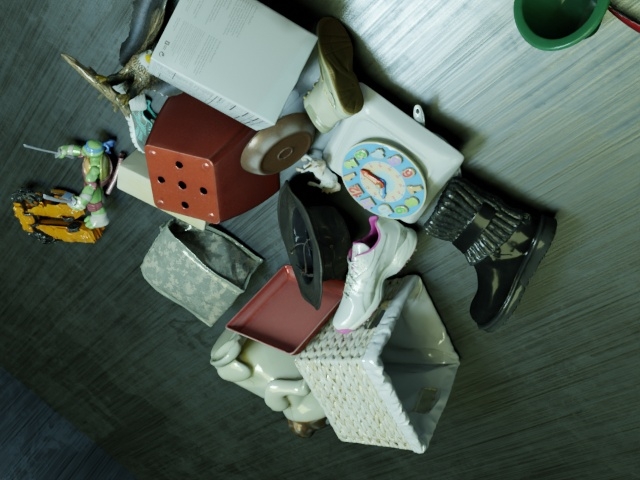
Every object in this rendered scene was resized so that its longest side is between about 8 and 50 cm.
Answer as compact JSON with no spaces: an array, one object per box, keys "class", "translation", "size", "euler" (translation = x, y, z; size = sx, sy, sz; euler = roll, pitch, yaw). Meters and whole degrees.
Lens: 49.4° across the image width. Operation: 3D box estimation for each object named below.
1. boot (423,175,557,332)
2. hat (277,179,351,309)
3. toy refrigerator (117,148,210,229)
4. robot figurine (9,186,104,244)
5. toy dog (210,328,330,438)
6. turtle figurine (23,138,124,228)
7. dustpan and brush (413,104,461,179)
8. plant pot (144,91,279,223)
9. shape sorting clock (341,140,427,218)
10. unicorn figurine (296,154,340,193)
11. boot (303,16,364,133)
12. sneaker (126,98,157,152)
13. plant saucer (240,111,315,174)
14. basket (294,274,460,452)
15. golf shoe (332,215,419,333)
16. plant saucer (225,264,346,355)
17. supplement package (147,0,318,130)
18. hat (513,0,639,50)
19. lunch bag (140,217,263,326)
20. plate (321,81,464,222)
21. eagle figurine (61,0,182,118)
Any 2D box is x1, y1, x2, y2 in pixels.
[{"class":"boot","translation":[0.347,0.033,1.589],"size":[0.260,0.131,0.348],"euler":[21,123,2]},{"class":"hat","translation":[0.000,0.000,1.722],"size":[0.134,0.331,0.331],"euler":[-14,129,-13]},{"class":"toy refrigerator","translation":[-0.402,-0.138,1.872],"size":[0.270,0.102,0.094],"euler":[26,134,6]},{"class":"robot figurine","translation":[-0.823,-0.076,2.157],"size":[0.291,0.085,0.211],"euler":[7,129,22]},{"class":"toy dog","translation":[-0.115,0.401,2.042],"size":[0.408,0.284,0.395],"euler":[39,134,-9]},{"class":"turtle figurine","translation":[-0.682,-0.159,1.921],"size":[0.198,0.275,0.266],"euler":[34,145,20]},{"class":"dustpan and brush","translation":[0.226,-0.208,1.508],"size":[0.147,0.060,0.211],"euler":[6,128,24]},{"class":"plant pot","translation":[-0.272,-0.191,1.666],"size":[0.267,0.235,0.267],"euler":[15,132,17]},{"class":"shape sorting clock","translation":[0.136,-0.129,1.527],"size":[0.206,0.040,0.206],"euler":[25,143,20]},{"class":"unicorn figurine","translation":[-0.008,-0.163,1.641],"size":[0.162,0.060,0.111],"euler":[25,171,-39]},{"class":"boot","translation":[0.013,-0.348,1.487],"size":[0.165,0.077,0.213],"euler":[-22,83,66]},{"class":"sneaker","translation":[-0.453,-0.296,1.798],"size":[0.076,0.065,0.166],"euler":[2,128,22]},{"class":"plant saucer","translation":[-0.087,-0.210,1.584],"size":[0.036,0.199,0.198],"euler":[56,137,18]},{"class":"basket","translation":[0.151,0.312,1.792],"size":[0.267,0.328,0.331],"euler":[-7,123,35]},{"class":"golf shoe","translation":[0.102,0.076,1.669],"size":[0.140,0.306,0.115],"euler":[33,179,-25]},{"class":"plant saucer","translation":[-0.077,0.186,1.815],"size":[0.258,0.259,0.047],"euler":[14,138,42]},{"class":"supplement package","translation":[-0.183,-0.373,1.402],"size":[0.263,0.199,0.198],"euler":[27,177,-17]},{"class":"hat","translation":[0.476,-0.399,1.247],"size":[0.173,0.184,0.208],"euler":[-39,61,36]},{"class":"lunch bag","translation":[-0.351,0.072,1.971],"size":[0.287,0.169,0.235],"euler":[35,135,-8]},{"class":"plate","translation":[0.142,-0.175,1.546],"size":[0.277,0.045,0.278],"euler":[36,146,4]},{"class":"eagle figurine","translation":[-0.374,-0.417,1.558],"size":[0.225,0.298,0.226],"euler":[32,165,36]}]
